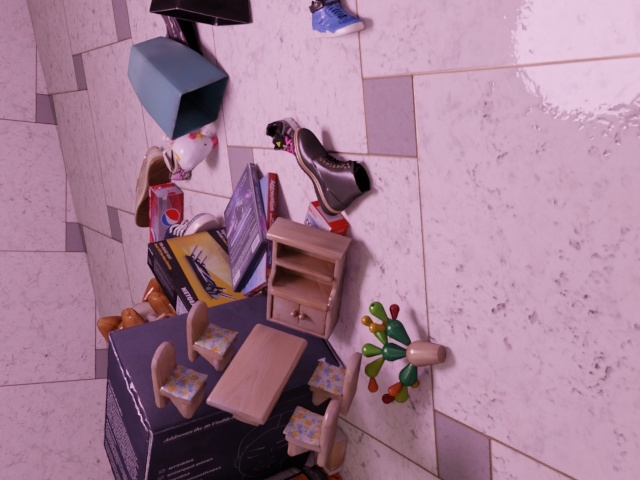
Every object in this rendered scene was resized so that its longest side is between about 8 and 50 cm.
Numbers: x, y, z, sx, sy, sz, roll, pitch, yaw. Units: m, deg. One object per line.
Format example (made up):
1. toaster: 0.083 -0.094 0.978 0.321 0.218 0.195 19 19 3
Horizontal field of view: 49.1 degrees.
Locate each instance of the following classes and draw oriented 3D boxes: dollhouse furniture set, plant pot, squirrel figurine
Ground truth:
1. dollhouse furniture set: -0.087 0.179 1.419 0.362 0.394 0.257 16 130 14
2. plant pot: -0.400 -0.424 1.873 0.234 0.165 0.165 43 139 14
3. plant pot: -0.286 -0.617 1.679 0.187 0.188 0.167 21 107 54
4. squirrel figurine: -0.518 0.363 2.410 0.370 0.281 0.397 7 122 46

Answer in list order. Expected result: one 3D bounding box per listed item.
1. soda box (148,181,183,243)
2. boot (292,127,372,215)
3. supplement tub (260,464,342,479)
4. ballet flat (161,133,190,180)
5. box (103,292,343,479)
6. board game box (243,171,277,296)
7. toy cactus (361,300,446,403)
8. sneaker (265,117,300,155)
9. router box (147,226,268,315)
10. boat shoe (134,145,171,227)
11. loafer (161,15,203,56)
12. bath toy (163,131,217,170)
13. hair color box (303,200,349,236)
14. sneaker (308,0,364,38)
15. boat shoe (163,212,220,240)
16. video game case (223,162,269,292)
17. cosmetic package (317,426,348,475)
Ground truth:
1. soda box: -0.516 -0.056 2.341 0.083 0.092 0.263 42 134 43
2. boot: 0.029 -0.164 1.452 0.137 0.077 0.198 -29 90 53
3. supplement tub: -0.105 0.690 1.730 0.207 0.338 0.207 30 126 51
4. ballet flat: -0.446 -0.288 2.151 0.077 0.079 0.222 30 126 51
5. box: -0.259 0.419 1.736 0.297 0.479 0.472 55 143 34
6. board game box: -0.149 -0.013 1.735 0.145 0.027 0.281 -31 54 57
7. toy cactus: 0.164 0.220 1.370 0.180 0.112 0.219 -5 95 40
8. sneaker: -0.068 -0.217 1.571 0.170 0.074 0.063 51 141 35
9. router box: -0.303 0.103 1.916 0.309 0.242 0.081 49 139 37
10. boat shoe: -0.577 -0.179 2.386 0.098 0.109 0.302 56 138 39
11. loafer: -0.381 -0.620 1.916 0.095 0.109 0.303 5 114 39
12. bath toy: -0.405 -0.359 2.018 0.348 0.129 0.151 61 172 28
13. hair color box: 0.000 0.000 1.568 0.093 0.053 0.167 52 142 34
14. sneaker: 0.026 -0.437 1.349 0.152 0.058 0.085 26 131 60
15. boat shoe: -0.411 -0.014 2.149 0.158 0.127 0.340 55 144 19
16. video game case: -0.192 -0.034 1.773 0.196 0.026 0.274 -57 33 40
17. cosmetic package: 0.029 0.517 1.733 0.060 0.041 0.115 41 134 45
